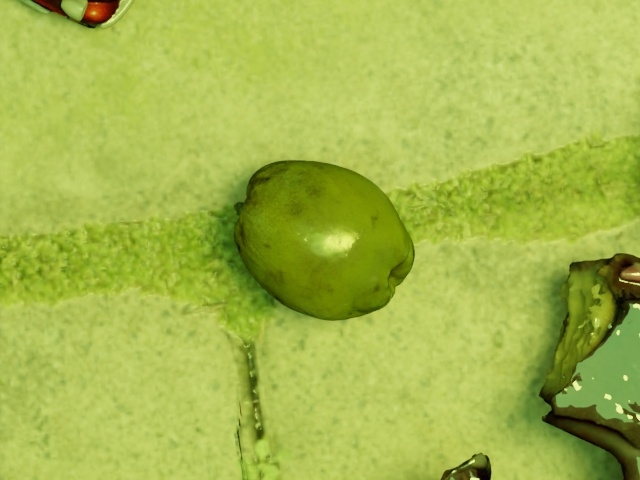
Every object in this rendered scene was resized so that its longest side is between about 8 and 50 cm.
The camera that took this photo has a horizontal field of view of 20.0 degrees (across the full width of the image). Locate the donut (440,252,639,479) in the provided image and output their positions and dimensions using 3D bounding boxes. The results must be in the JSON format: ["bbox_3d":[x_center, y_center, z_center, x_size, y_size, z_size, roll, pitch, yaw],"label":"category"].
[{"bbox_3d":[0.191,0.197,1.255,0.259,0.136,0.345,40,91,-2],"label":"donut"}]

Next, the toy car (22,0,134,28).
[{"bbox_3d":[-0.187,-0.218,1.258,0.139,0.112,0.112,22,91,-1],"label":"toy car"}]

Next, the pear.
[{"bbox_3d":[0.000,0.000,1.268,0.131,0.107,0.107,22,90,11],"label":"pear"}]
